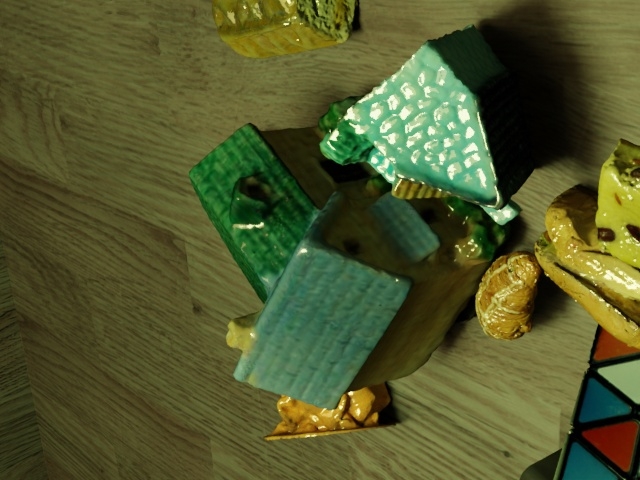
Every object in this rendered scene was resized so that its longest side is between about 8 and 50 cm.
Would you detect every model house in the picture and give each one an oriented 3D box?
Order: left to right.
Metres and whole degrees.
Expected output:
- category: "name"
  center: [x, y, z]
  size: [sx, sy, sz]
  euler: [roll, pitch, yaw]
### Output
- category: "model house"
  center: [0.000, 0.000, 1.640]
  size: [0.382, 0.343, 0.334]
  euler: [54, 136, 29]
- category: "model house"
  center: [0.174, -0.124, 1.468]
  size: [0.241, 0.261, 0.226]
  euler: [48, 117, 3]

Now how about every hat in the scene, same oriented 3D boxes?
- category: "hat"
  center: [0.004, 0.227, 1.974]
  size: [0.244, 0.233, 0.233]
  euler: [114, 150, -81]

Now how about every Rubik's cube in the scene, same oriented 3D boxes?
- category: "Rubik's cube"
  center: [0.366, 0.294, 1.444]
  size: [0.284, 0.234, 0.250]
  euler: [45, 139, 28]

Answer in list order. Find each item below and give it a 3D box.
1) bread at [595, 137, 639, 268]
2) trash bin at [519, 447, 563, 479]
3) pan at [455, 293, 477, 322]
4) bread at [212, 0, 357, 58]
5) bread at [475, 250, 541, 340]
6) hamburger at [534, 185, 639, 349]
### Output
- category: "bread"
  center: [0.464, 0.019, 1.229]
  size: [0.361, 0.077, 0.138]
  euler: [31, 145, 35]
- category: "trash bin"
  center: [0.384, 0.434, 1.605]
  size: [0.225, 0.115, 0.165]
  euler: [45, 140, 36]
- category: "pan"
  center: [0.177, 0.082, 1.749]
  size: [0.212, 0.040, 0.115]
  euler: [-22, 90, 48]
- category: "bread"
  center: [-0.071, -0.367, 1.776]
  size: [0.268, 0.130, 0.152]
  euler: [2, 118, 53]
- category: "bread"
  center: [0.256, 0.086, 1.556]
  size: [0.233, 0.076, 0.105]
  euler: [85, -176, -64]
- category: "hamburger"
  center: [0.367, 0.049, 1.407]
  size: [0.262, 0.131, 0.124]
  euler: [42, 134, 38]
